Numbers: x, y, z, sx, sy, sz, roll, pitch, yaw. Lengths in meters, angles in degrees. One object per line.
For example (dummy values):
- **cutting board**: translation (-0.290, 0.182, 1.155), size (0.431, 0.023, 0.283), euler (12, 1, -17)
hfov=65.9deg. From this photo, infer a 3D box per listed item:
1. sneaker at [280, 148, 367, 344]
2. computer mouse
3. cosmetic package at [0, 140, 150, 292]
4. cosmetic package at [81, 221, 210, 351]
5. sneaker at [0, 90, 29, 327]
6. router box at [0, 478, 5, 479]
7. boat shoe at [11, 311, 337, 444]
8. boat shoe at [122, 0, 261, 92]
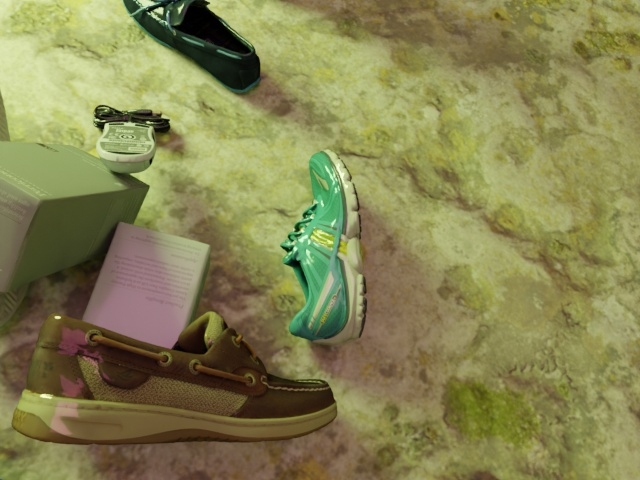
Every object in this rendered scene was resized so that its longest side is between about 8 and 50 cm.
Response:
- **sneaker**: translation (0.000, 0.000, 0.666), size (0.110, 0.107, 0.275), euler (-2, 69, -3)
- **computer mouse**: translation (-0.253, -0.129, 0.648), size (0.106, 0.042, 0.193), euler (2, 31, -17)
- **cosmetic package**: translation (-0.301, -0.039, 0.534), size (0.127, 0.238, 0.107), euler (28, 97, -3)
- **cosmetic package**: translation (-0.215, 0.106, 0.586), size (0.117, 0.085, 0.231), euler (16, 69, -7)
- **sneaker**: translation (-0.455, -0.051, 0.584), size (0.148, 0.131, 0.350), euler (-14, 78, 5)
- **router box**: translation (-0.344, 0.373, 0.421), size (0.335, 0.082, 0.301), euler (26, 79, -1)
- **boat shoe**: translation (-0.113, 0.136, 0.511), size (0.342, 0.123, 0.123), euler (16, 72, -37)
- **boat shoe**: translation (-0.190, -0.340, 0.757), size (0.258, 0.089, 0.109), euler (32, 66, 1)
